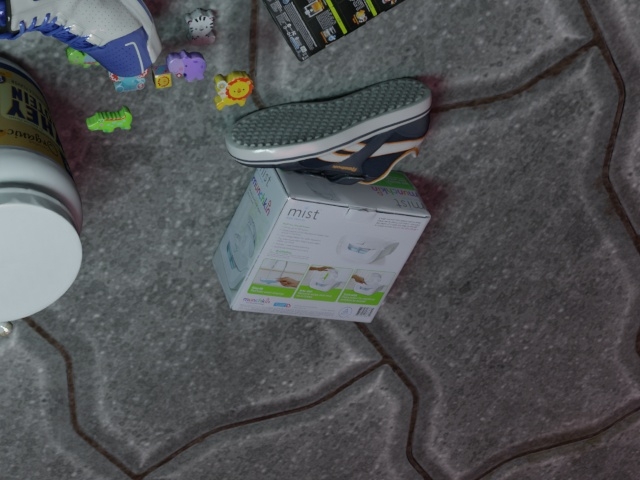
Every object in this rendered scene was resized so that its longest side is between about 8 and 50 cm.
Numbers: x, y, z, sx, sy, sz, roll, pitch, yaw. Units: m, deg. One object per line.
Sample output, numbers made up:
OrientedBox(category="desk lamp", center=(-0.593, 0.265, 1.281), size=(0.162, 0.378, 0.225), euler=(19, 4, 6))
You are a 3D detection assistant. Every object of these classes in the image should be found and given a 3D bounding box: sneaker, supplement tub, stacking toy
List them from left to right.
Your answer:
OrientedBox(category="supplement tub", center=(-0.433, -0.070, 1.852), size=(0.228, 0.316, 0.228), euler=(-14, 135, -14))
OrientedBox(category="sneaker", center=(-0.348, -0.290, 1.768), size=(0.315, 0.127, 0.182), euler=(52, 56, -39))
OrientedBox(category="stacking toy", center=(-0.217, -0.227, 1.918), size=(0.221, 0.167, 0.052), euler=(-13, 135, -14))
OrientedBox(category="sneaker", center=(0.018, -0.138, 2.144), size=(0.321, 0.126, 0.127), euler=(-14, 129, -16))

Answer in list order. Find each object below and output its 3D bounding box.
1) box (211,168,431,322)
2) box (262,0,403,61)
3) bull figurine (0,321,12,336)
OrientedBox(category="box", center=(0.000, 0.000, 2.264), size=(0.262, 0.127, 0.231), euler=(6, 126, -30))
OrientedBox(category="box", center=(0.007, -0.363, 1.990), size=(0.184, 0.045, 0.190), euler=(-32, 135, 2))
OrientedBox(category="bull figurine", center=(-0.533, 0.072, 1.954), size=(0.101, 0.310, 0.188), euler=(-46, 140, 0))
